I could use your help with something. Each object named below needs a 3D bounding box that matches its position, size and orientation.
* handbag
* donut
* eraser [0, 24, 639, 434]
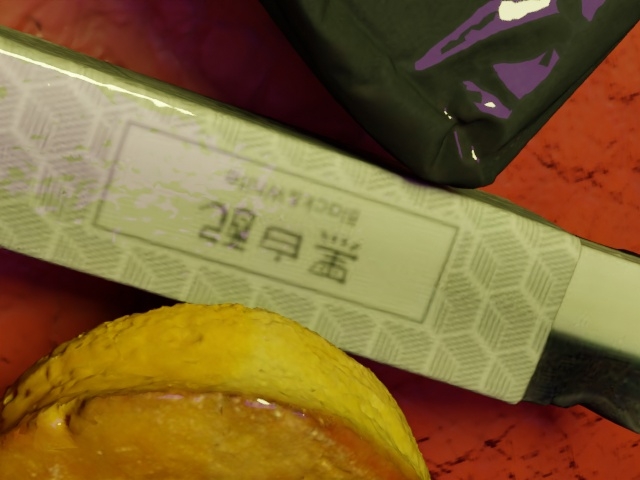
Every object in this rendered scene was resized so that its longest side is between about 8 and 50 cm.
[{"bbox_3d":[0.069,-0.214,0.738,0.302,0.178,0.275,-47,130,-1],"label":"handbag"},{"bbox_3d":[-0.058,0.137,0.781,0.254,0.118,0.253,-4,138,-4],"label":"donut"},{"bbox_3d":[0.000,0.000,0.817,0.404,0.096,0.098,18,98,-23],"label":"eraser"}]
